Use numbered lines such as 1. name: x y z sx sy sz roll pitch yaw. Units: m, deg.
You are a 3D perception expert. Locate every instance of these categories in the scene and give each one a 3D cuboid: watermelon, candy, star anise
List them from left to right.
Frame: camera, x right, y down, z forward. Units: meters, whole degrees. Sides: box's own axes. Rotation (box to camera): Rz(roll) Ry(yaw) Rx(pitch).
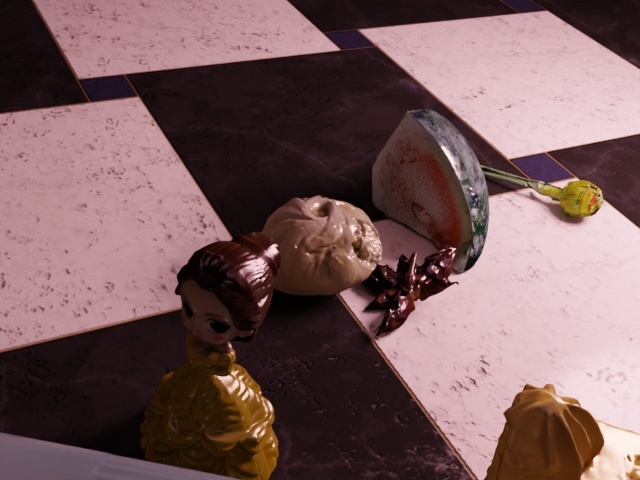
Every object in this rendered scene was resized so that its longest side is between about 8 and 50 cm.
1. star anise: 0.130 0.067 1.372 0.212 0.053 0.157 -35 39 -19
2. watermelon: 0.182 -0.105 1.502 0.214 0.289 0.320 -16 48 17
3. candy: 0.428 -0.107 1.665 0.262 0.073 0.077 19 19 24

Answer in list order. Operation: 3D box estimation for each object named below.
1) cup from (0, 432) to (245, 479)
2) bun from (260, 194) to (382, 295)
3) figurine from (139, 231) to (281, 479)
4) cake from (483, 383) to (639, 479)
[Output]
1. cup: -0.210 0.351 0.770 0.311 0.256 0.331 9 36 -2
2. bun: 0.000 0.000 1.351 0.193 0.128 0.178 3 34 12
3. figurine: -0.128 0.140 1.009 0.168 0.315 0.187 -13 42 -27
4. cake: 0.275 0.308 0.897 0.227 0.286 0.222 16 38 9
